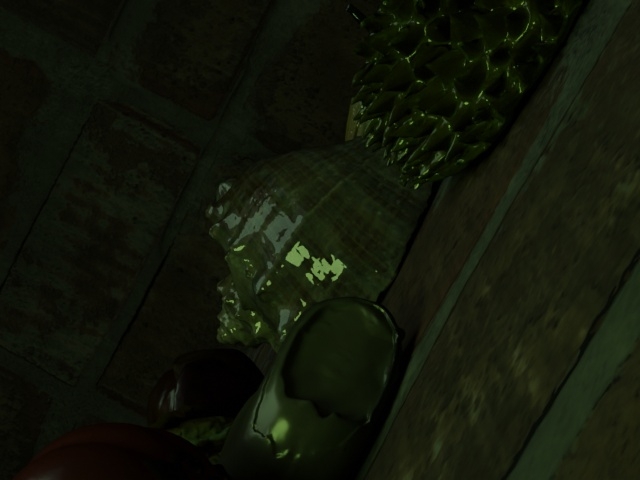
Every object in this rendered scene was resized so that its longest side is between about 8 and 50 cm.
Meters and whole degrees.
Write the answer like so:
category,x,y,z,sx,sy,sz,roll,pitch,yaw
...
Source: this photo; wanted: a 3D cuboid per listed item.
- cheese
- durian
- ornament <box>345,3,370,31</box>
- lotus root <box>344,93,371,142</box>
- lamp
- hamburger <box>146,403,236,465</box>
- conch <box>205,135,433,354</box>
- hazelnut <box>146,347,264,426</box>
category,x,y,z,sx,sy,sz,roll,pitch,yaw
cheese,-0.019,0.146,0.873,0.175,0.091,0.202,-63,3,-37
durian,0.173,-0.195,0.960,0.198,0.163,0.394,12,-64,-53
ornament,0.159,-0.266,1.236,0.196,0.166,0.153,-48,-2,11
lotus root,0.092,-0.113,1.378,0.159,0.095,0.135,48,122,43
lamp,-0.119,0.230,0.735,0.227,0.227,0.227,-62,4,7
hamburger,-0.137,0.255,1.115,0.183,0.130,0.206,-12,-36,-39
conch,-0.016,-0.005,1.224,0.352,0.210,0.297,-63,18,21
hazelnut,-0.129,0.205,1.281,0.160,0.170,0.202,-33,-12,9
